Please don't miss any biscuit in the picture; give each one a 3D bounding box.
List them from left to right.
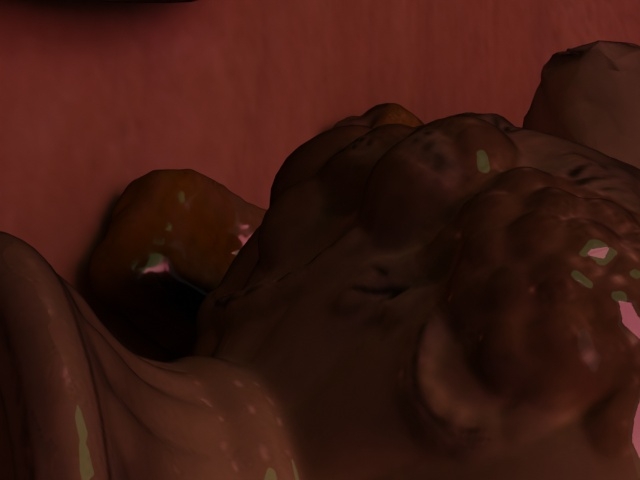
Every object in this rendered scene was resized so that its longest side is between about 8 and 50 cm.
[{"bbox_3d":[0.000,0.000,0.802,0.174,0.039,0.183,41,50,-21],"label":"biscuit"}]

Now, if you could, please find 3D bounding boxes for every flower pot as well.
[{"bbox_3d":[-0.005,0.106,0.590,0.244,0.307,0.307,3,71,-27],"label":"flower pot"}]

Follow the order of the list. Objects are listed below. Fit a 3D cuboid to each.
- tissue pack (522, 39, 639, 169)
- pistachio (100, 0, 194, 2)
[{"bbox_3d":[0.233,0.115,0.780,0.297,0.207,0.380,1,69,-2],"label":"tissue pack"},{"bbox_3d":[-0.092,-0.161,0.726,0.226,0.136,0.135,17,63,-44],"label":"pistachio"}]
